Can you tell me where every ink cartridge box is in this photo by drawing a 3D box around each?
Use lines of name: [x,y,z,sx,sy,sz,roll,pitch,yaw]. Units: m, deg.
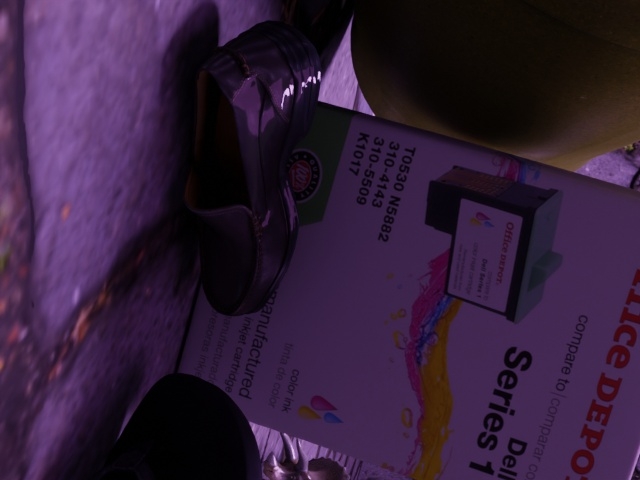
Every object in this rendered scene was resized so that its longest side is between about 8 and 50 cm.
ink cartridge box: [0.074,0.037,0.571,0.117,0.278,0.201,-26,133,-77]

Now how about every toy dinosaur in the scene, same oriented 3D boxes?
toy dinosaur: [-0.012,0.322,1.077,0.160,0.121,0.313,-58,164,-6]

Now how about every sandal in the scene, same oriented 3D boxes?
sandal: [-0.101,0.174,0.414,0.054,0.097,0.254,54,48,-44]

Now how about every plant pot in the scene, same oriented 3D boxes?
plant pot: [0.168,-0.207,0.589,0.353,0.366,0.366,114,-2,-67]

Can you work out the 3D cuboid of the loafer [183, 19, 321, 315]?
loafer: [-0.048,-0.027,0.463,0.061,0.062,0.170,-28,136,-44]
